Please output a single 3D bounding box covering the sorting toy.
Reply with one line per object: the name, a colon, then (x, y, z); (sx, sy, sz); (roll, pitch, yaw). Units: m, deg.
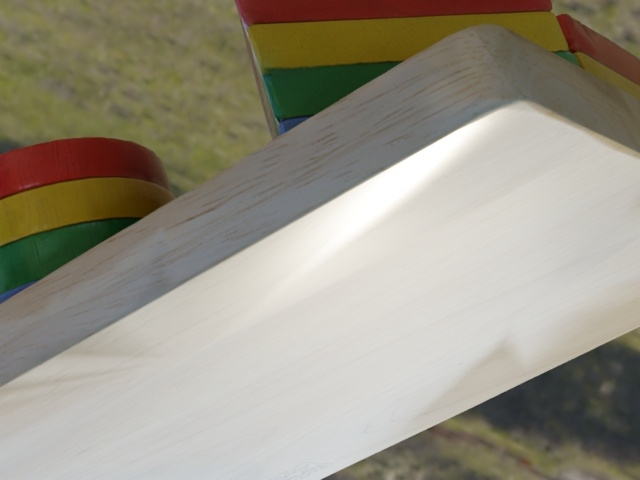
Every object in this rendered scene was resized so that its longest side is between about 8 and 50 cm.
sorting toy: (0.000, 0.000, 0.567); (0.257, 0.089, 0.255); (-29, 158, 26)
